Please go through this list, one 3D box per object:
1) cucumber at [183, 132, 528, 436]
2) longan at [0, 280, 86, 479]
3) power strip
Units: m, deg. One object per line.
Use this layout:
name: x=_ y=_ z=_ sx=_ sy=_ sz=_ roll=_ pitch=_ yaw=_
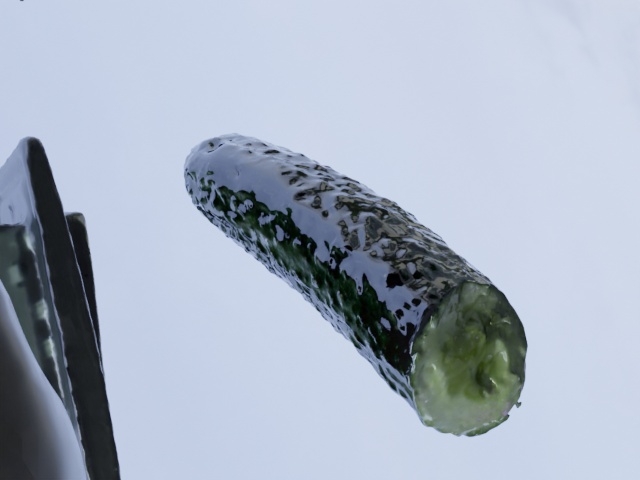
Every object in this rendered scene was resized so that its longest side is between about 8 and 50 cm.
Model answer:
cucumber: x=0.000 y=0.000 z=0.482 sx=0.052 sy=0.215 sz=0.058 roll=-12 pitch=-62 yaw=-27
longan: x=-0.259 y=0.082 z=0.544 sx=0.350 sy=0.288 sz=0.288 roll=52 pitch=-147 yaw=3
power strip: x=-0.216 y=0.070 z=0.877 sx=0.092 sy=0.251 sz=0.257 roll=-10 pitch=-91 yaw=-27
